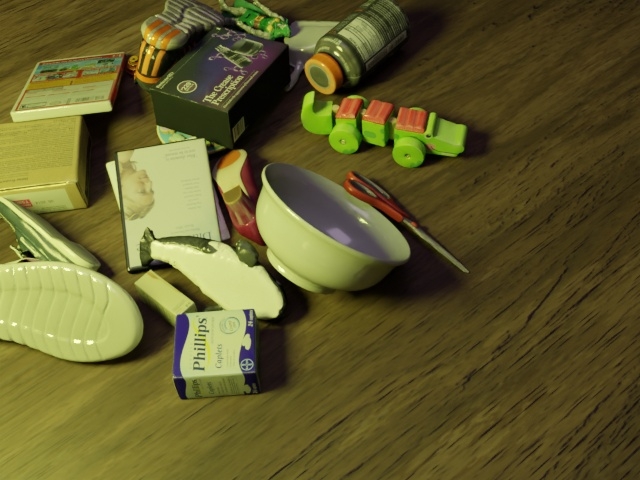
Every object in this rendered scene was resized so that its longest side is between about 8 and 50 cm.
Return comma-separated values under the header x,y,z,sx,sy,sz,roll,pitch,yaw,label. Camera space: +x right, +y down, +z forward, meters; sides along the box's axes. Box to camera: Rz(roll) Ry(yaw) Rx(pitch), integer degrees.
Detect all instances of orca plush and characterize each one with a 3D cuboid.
x,y,z,sx,sy,sz,roll,pitch,yaw,label
-0.184,0.063,1.459,0.287,0.102,0.151,10,95,13,orca plush

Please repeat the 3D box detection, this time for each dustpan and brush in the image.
x,y,z,sx,sy,sz,roll,pitch,yaw,label
-0.038,-0.417,1.831,0.147,0.060,0.211,9,46,26,dustpan and brush

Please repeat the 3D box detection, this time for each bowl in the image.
x,y,z,sx,sy,sz,roll,pitch,yaw,label
0.000,0.000,1.412,0.298,0.134,0.298,27,19,-11,bowl

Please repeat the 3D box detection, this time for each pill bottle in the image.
x,y,z,sx,sy,sz,roll,pitch,yaw,label
0.075,-0.420,1.771,0.130,0.130,0.246,33,61,26,pill bottle

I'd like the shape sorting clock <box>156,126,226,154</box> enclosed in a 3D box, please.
x,y,z,sx,sy,sz,roll,pitch,yaw,label
-0.247,-0.258,1.723,0.206,0.040,0.206,-2,52,2,shape sorting clock

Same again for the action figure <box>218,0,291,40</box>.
x,y,z,sx,sy,sz,roll,pitch,yaw,label
-0.158,-0.510,1.885,0.232,0.063,0.137,23,68,31,action figure

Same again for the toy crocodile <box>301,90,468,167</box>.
x,y,z,sx,sy,sz,roll,pitch,yaw,label
0.127,-0.234,1.639,0.341,0.105,0.115,13,54,13,toy crocodile

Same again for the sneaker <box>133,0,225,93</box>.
x,y,z,sx,sy,sz,roll,pitch,yaw,label
-0.326,-0.418,1.787,0.125,0.180,0.321,30,33,4,sneaker

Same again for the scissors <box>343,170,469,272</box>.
x,y,z,sx,sy,sz,roll,pitch,yaw,label
0.166,-0.040,1.530,0.297,0.021,0.109,35,20,9,scissors

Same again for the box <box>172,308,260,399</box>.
x,y,z,sx,sy,sz,roll,pitch,yaw,label
-0.172,0.188,1.352,0.137,0.072,0.126,-5,52,1,box

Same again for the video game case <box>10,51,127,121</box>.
x,y,z,sx,sy,sz,roll,pitch,yaw,label
-0.537,-0.337,1.759,0.204,0.025,0.285,-7,34,-2,video game case

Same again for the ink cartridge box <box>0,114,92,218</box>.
x,y,z,sx,sy,sz,roll,pitch,yaw,label
-0.588,-0.147,1.630,0.235,0.088,0.193,-7,54,-2,ink cartridge box

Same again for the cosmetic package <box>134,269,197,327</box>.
x,y,z,sx,sy,sz,roll,pitch,yaw,label
-0.271,0.108,1.429,0.115,0.060,0.041,34,60,24,cosmetic package

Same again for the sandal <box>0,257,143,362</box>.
x,y,z,sx,sy,sz,roll,pitch,yaw,label
-0.496,0.103,1.416,0.417,0.169,0.102,8,13,10,sandal

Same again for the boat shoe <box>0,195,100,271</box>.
x,y,z,sx,sy,sz,roll,pitch,yaw,label
-0.519,0.007,1.503,0.255,0.095,0.079,34,92,13,boat shoe

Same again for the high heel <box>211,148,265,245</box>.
x,y,z,sx,sy,sz,roll,pitch,yaw,label
-0.148,-0.090,1.591,0.082,0.117,0.244,-29,32,2,high heel

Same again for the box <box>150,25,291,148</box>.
x,y,z,sx,sy,sz,roll,pitch,yaw,label
-0.202,-0.325,1.690,0.184,0.103,0.261,17,49,19,box

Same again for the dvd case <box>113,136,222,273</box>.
x,y,z,sx,sy,sz,roll,pitch,yaw,label
-0.291,-0.070,1.546,0.181,0.022,0.252,-10,70,-5,dvd case

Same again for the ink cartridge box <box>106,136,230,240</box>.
x,y,z,sx,sy,sz,roll,pitch,yaw,label
-0.298,-0.072,1.589,0.189,0.066,0.232,-18,75,-9,ink cartridge box

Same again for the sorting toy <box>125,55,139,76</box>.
x,y,z,sx,sy,sz,roll,pitch,yaw,label
-0.397,-0.392,1.836,0.102,0.042,0.061,10,54,11,sorting toy
